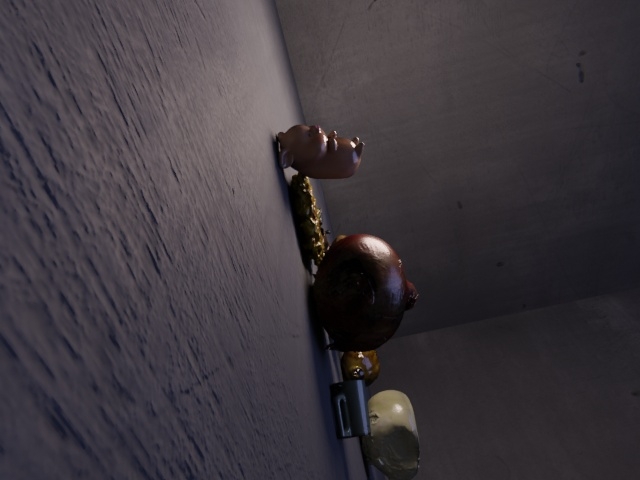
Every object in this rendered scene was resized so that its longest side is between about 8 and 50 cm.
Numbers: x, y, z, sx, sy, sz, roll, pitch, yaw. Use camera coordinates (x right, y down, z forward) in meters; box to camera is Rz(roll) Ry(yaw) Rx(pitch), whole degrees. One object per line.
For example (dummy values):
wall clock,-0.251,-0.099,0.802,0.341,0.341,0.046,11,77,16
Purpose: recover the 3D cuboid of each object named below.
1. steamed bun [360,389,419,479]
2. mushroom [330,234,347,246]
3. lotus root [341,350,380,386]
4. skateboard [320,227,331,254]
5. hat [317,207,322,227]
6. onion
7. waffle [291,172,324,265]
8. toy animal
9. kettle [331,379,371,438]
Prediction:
steamed bun,0.280,0.810,1.827,0.312,0.232,0.334,35,51,-87
mushroom,0.127,0.104,1.707,0.278,0.146,0.278,58,-4,6
lotus root,0.156,0.497,1.731,0.314,0.141,0.170,9,62,-72
skateboard,0.000,0.000,1.683,0.080,0.067,0.151,40,19,-28
hat,-0.026,-0.076,1.596,0.076,0.059,0.077,136,-52,-76
onion,0.109,0.162,1.277,0.353,0.353,0.354,-13,90,-86
waffle,-0.037,-0.076,1.397,0.302,0.068,0.325,58,18,-78
toy animal,-0.004,-0.258,1.283,0.166,0.250,0.154,-114,-139,-66
kettle,0.087,0.472,1.215,0.127,0.098,0.148,80,2,-65
